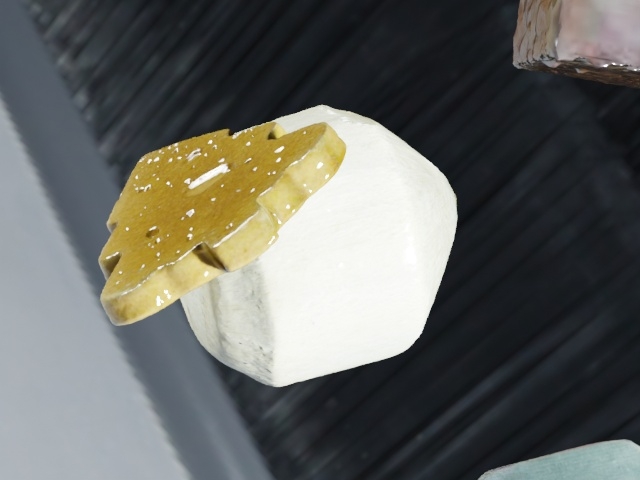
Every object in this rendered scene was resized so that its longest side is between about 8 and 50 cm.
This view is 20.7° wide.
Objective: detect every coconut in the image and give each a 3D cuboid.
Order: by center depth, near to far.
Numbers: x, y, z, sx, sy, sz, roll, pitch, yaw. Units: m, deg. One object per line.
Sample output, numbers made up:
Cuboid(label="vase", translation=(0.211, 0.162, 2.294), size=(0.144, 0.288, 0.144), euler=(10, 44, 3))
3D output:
Cuboid(label="coconut", translation=(0.000, 0.000, 1.586), size=(0.266, 0.237, 0.237), euler=(-17, 62, -11))

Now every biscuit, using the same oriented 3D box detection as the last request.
Cuboid(label="biscuit", translation=(-0.089, -0.024, 1.310), size=(0.041, 0.212, 0.239), euler=(54, -8, -25))

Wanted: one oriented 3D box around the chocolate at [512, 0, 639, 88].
Cuboid(label="chocolate", translation=(0.248, -0.094, 0.788), size=(0.321, 0.112, 0.112), euler=(8, 87, -8))

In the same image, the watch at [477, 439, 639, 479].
Cuboid(label="watch", translation=(0.210, 0.321, 1.501), size=(0.253, 0.241, 0.162), euler=(-13, 36, -4))
